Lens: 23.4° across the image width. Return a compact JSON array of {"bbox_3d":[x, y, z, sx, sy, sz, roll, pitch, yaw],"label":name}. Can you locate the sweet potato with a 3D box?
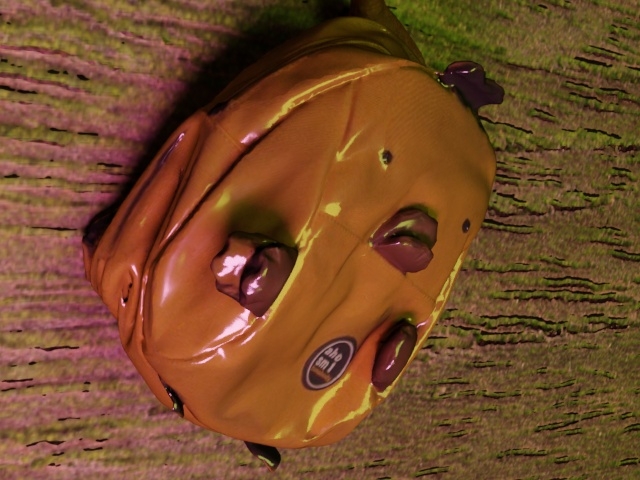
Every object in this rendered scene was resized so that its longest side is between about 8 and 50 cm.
[{"bbox_3d":[0.077,-0.138,1.443,0.072,0.066,0.314,-50,142,-12],"label":"sweet potato"}]

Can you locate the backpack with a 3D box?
[{"bbox_3d":[-0.005,-0.003,1.284,0.378,0.201,0.353,-58,145,0],"label":"backpack"}]
